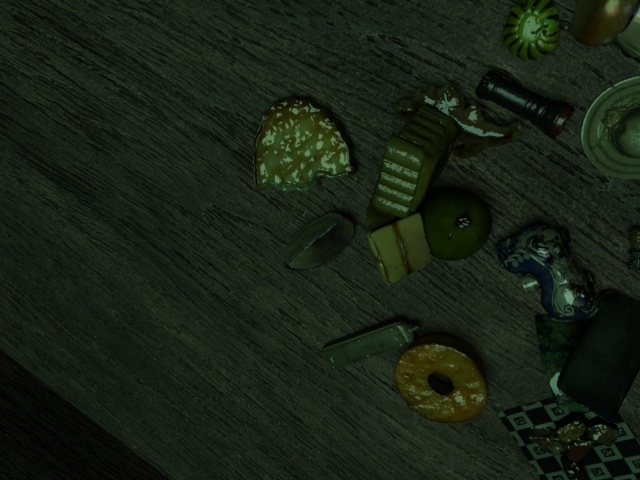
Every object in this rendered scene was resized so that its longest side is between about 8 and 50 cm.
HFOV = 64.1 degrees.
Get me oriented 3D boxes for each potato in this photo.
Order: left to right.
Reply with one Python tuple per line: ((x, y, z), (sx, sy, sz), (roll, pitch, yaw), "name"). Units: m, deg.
((0.001, -0.003, 1.637), (0.261, 0.100, 0.120), (-38, 133, 18), "potato")

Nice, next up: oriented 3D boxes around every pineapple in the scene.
((0.806, 0.026, 1.298), (0.058, 0.058, 0.124), (8, 116, 21), "pineapple")

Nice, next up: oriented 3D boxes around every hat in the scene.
((0.740, -0.245, 1.175), (0.252, 0.110, 0.251), (9, 115, 20), "hat")

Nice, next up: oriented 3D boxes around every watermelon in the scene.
((0.735, 0.351, 1.430), (0.260, 0.176, 0.255), (3, 75, 24), "watermelon")

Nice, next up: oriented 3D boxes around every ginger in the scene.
((0.348, -0.312, 1.338), (0.333, 0.080, 0.166), (28, 139, 9), "ginger")

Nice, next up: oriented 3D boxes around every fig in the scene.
((0.355, -0.042, 1.372), (0.203, 0.225, 0.202), (0, 93, 9), "fig")

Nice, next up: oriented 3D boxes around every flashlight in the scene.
((0.498, -0.342, 1.258), (0.232, 0.093, 0.093), (33, 122, 14), "flashlight")

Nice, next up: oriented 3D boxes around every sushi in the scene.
((0.789, 0.647, 1.578), (0.343, 0.064, 0.359), (-30, 99, 31), "sushi")

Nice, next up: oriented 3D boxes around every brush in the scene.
((0.654, -0.531, 1.065), (0.166, 0.174, 0.266), (12, 99, 3), "brush")

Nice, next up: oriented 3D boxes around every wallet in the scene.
((0.754, 0.295, 1.339), (0.173, 0.045, 0.318), (30, 80, 11), "wallet")

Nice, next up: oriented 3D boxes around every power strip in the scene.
((0.170, 0.342, 1.717), (0.388, 0.066, 0.092), (-27, 98, 33), "power strip")

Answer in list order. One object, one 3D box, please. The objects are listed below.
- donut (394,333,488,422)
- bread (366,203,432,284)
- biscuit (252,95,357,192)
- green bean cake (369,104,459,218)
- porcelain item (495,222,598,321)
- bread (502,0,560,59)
((0.388, 0.432, 1.628), (0.303, 0.110, 0.302), (9, 116, 18), "donut")
((0.164, 0.004, 1.433), (0.264, 0.163, 0.167), (15, 129, 65), "bread")
((-0.048, -0.256, 1.540), (0.335, 0.078, 0.329), (27, 118, 10), "biscuit")
((0.239, -0.193, 1.292), (0.124, 0.236, 0.232), (28, 140, 14), "green bean cake")
((0.607, 0.094, 1.373), (0.186, 0.138, 0.288), (-28, 98, 42), "porcelain item")
((0.495, -0.495, 1.194), (0.130, 0.071, 0.139), (17, 118, 21), "bread")
